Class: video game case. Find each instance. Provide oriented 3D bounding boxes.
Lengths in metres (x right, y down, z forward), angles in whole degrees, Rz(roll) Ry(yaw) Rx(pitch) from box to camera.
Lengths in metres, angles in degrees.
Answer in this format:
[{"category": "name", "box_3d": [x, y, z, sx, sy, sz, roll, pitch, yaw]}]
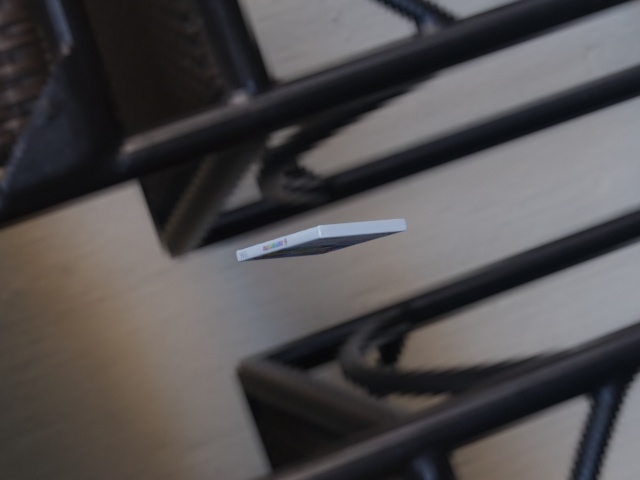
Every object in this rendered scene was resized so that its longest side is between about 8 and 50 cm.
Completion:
[{"category": "video game case", "box_3d": [0.000, 0.000, 1.542, 0.122, 0.087, 0.011, -17, 81, 54]}]
